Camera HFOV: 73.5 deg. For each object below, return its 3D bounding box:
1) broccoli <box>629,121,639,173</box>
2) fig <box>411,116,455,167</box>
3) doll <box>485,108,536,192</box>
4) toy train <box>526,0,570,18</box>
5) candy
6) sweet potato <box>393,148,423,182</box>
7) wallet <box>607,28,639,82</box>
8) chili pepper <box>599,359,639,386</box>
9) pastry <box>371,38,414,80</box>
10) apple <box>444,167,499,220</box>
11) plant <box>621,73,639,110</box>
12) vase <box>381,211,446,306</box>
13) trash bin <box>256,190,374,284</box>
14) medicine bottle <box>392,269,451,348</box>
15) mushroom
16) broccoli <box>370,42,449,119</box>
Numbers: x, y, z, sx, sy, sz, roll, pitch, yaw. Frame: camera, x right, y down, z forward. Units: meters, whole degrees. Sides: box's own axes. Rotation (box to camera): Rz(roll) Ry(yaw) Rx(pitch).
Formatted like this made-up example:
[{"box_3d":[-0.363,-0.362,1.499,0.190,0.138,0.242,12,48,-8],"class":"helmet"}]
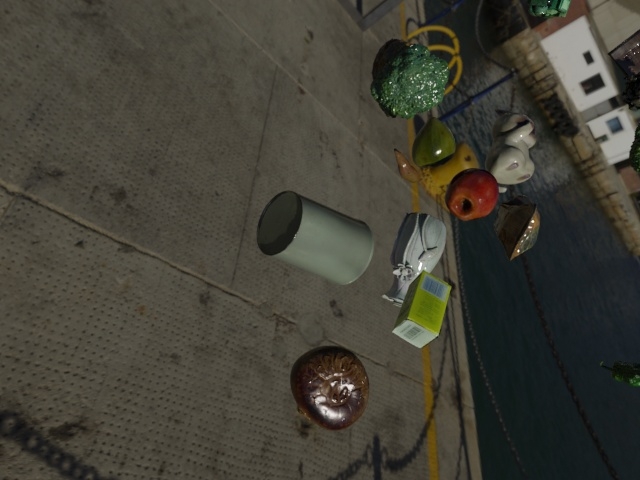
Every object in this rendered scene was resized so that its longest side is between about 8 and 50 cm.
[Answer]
[{"box_3d":[0.928,-0.244,1.071,0.261,0.269,0.241,40,8,-28],"class":"broccoli"},{"box_3d":[0.517,-0.450,1.981,0.203,0.203,0.224,-17,100,-53],"class":"fig"},{"box_3d":[0.890,-0.428,1.998,0.215,0.226,0.369,21,81,-20],"class":"doll"},{"box_3d":[0.680,-0.796,1.247,0.155,0.115,0.269,-17,124,-45],"class":"toy train"},{"box_3d":[0.487,-0.035,1.055,0.271,0.101,0.143,-27,132,-68],"class":"candy"},{"box_3d":[0.337,-0.288,1.719,0.226,0.068,0.068,37,45,-40],"class":"sweet potato"},{"box_3d":[0.914,-0.466,1.179,0.230,0.124,0.042,51,19,-4],"class":"wallet"},{"box_3d":[0.958,0.398,1.254,0.100,0.257,0.074,1,81,-15],"class":"chili pepper"},{"box_3d":[0.289,-0.667,1.640,0.189,0.188,0.103,2,32,-50],"class":"pastry"},{"box_3d":[0.652,-0.199,1.850,0.201,0.218,0.218,-41,103,-38],"class":"apple"},{"box_3d":[0.753,-0.334,0.960,0.144,0.092,0.094,5,76,-9],"class":"plant"},{"box_3d":[0.445,0.104,2.044,0.250,0.250,0.444,27,79,-40],"class":"vase"},{"box_3d":[0.000,0.000,1.639,0.432,0.281,0.280,23,53,-41],"class":"trash bin"},{"box_3d":[0.386,0.258,1.617,0.141,0.137,0.250,31,52,0],"class":"medicine bottle"},{"box_3d":[0.030,0.494,1.428,0.297,0.278,0.163,44,-1,-11],"class":"mushroom"},{"box_3d":[0.311,-0.543,1.502,0.270,0.270,0.269,22,50,-76],"class":"broccoli"}]
